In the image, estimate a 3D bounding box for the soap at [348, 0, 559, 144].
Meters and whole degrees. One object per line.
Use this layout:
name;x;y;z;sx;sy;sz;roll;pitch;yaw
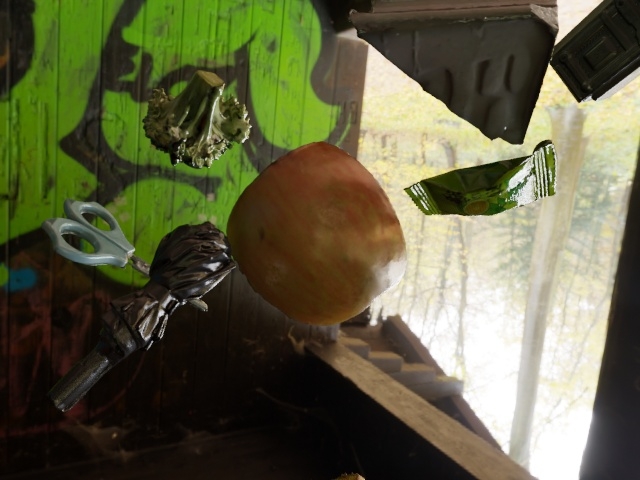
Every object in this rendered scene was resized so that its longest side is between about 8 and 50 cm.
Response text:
soap;0.210;-0.284;0.798;0.302;0.159;0.257;4;149;10

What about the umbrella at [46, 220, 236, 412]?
umbrella;-0.263;0.106;0.738;0.118;0.118;0.340;15;-124;46

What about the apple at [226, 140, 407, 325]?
apple;0.000;0.000;0.978;0.309;0.314;0.252;51;-177;20

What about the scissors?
scissors;-0.377;0.048;1.002;0.360;0.029;0.191;40;-161;-23

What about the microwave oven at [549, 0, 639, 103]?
microwave oven;0.718;-0.475;1.204;0.145;0.194;0.240;-15;162;-34

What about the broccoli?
broccoli;-0.299;-0.304;1.229;0.263;0.243;0.247;20;-133;-17

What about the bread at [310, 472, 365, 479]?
bread;0.030;0.521;0.959;0.187;0.103;0.065;-27;-164;33

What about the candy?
candy;0.282;-0.087;0.854;0.246;0.069;0.149;-10;150;22
